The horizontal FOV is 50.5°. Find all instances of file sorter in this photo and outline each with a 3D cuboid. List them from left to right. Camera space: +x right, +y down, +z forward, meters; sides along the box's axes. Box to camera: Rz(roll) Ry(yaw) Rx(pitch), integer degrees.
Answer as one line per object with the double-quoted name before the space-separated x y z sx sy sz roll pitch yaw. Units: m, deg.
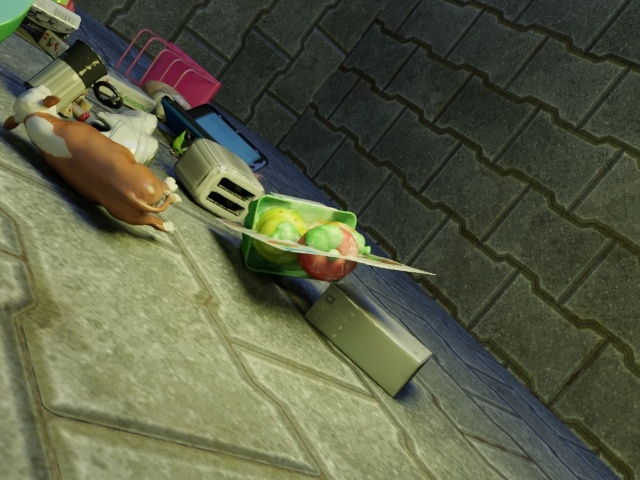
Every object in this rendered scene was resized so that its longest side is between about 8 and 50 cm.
"file sorter" -0.538 -0.567 2.356 0.291 0.202 0.182 42 10 24

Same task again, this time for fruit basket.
"fruit basket" 0.000 0.000 1.331 0.327 0.165 0.353 10 -1 -29

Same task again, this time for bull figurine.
"bull figurine" -0.345 -0.120 1.058 0.310 0.101 0.188 41 6 19

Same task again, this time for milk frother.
"milk frother" -0.474 -0.288 1.322 0.143 0.135 0.129 48 -20 -15

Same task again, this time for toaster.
"toaster" -0.235 -0.138 1.574 0.227 0.129 0.146 33 12 -46

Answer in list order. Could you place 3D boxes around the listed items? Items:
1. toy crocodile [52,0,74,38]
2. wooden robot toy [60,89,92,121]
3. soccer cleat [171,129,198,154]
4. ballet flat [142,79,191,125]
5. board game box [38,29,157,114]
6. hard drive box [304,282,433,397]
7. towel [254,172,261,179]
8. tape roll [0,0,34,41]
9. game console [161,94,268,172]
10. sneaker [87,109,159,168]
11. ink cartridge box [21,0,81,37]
"toy crocodile" -0.754 -0.661 1.950 0.105 0.115 0.340 21 -11 -11
"wooden robot toy" -0.509 -0.304 1.435 0.076 0.079 0.173 37 9 -15
"soccer cleat" -0.335 -0.235 1.855 0.179 0.072 0.060 42 9 23
"ballet flat" -0.455 -0.395 2.144 0.316 0.107 0.106 39 21 3
"board game box" -0.628 -0.473 1.937 0.193 0.053 0.305 41 8 26
"hard drive box" 0.102 0.192 1.367 0.232 0.089 0.181 40 8 16
"towel" -0.304 -0.280 2.423 0.144 0.029 0.197 42 8 25
"tape roll" -0.640 -0.476 1.124 0.321 0.077 0.321 20 59 -35
"game console" -0.304 -0.323 2.014 0.293 0.173 0.250 43 -16 7
"sneaker" -0.401 -0.217 1.355 0.129 0.111 0.297 28 11 -27
"ink cartridge box" -0.787 -0.614 1.831 0.206 0.045 0.208 23 -15 -40
